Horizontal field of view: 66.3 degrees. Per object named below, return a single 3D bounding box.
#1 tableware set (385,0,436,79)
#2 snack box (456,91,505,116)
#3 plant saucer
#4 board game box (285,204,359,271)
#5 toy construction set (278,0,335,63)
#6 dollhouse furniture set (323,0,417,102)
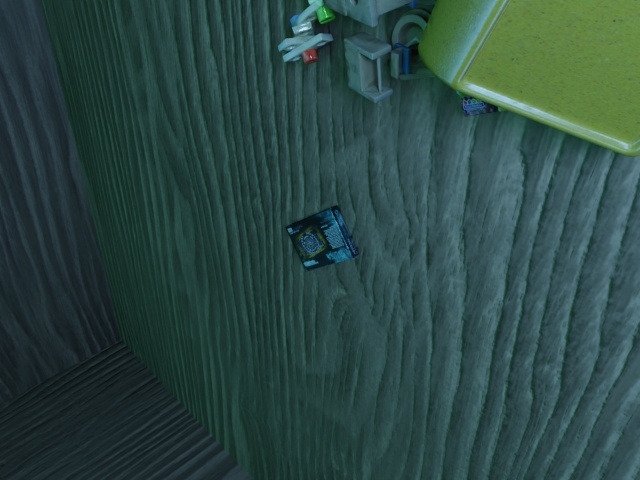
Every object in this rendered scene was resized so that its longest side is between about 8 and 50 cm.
[{"bbox_3d":[0.185,-0.318,0.758,0.194,0.039,0.129,13,121,44],"label":"tableware set"},{"bbox_3d":[0.262,-0.238,0.701,0.141,0.037,0.100,3,130,45],"label":"snack box"},{"bbox_3d":[0.281,-0.206,0.474,0.332,0.081,0.333,21,160,2],"label":"plant saucer"},{"bbox_3d":[0.000,0.000,1.162,0.186,0.026,0.126,-18,98,51],"label":"board game box"},{"bbox_3d":[-0.053,-0.476,0.839,0.214,0.151,0.328,-14,110,26],"label":"toy construction set"},{"bbox_3d":[0.092,-0.345,0.768,0.129,0.129,0.184,45,157,38],"label":"dollhouse furniture set"}]
